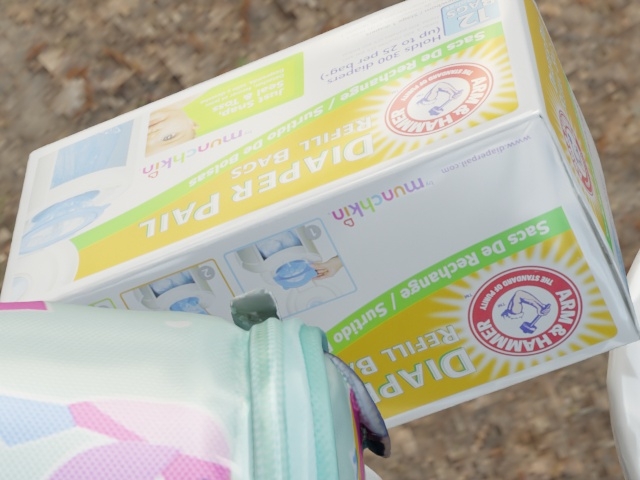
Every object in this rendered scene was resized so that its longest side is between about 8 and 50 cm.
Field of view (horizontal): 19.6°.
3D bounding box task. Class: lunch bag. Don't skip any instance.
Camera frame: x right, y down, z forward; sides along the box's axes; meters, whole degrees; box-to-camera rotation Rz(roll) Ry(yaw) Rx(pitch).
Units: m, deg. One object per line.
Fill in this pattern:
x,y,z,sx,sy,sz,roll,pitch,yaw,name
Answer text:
-0.037,0.150,0.394,0.108,0.224,0.279,-1,77,3,lunch bag

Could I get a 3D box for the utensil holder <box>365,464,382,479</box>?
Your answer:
-0.159,0.292,1.045,0.327,0.327,0.385,22,70,-25,utensil holder

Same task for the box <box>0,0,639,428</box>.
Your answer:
0.000,0.000,0.673,0.114,0.203,0.103,-93,158,-55,box

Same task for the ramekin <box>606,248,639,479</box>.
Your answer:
0.259,0.078,0.777,0.273,0.127,0.273,-4,62,7,ramekin
